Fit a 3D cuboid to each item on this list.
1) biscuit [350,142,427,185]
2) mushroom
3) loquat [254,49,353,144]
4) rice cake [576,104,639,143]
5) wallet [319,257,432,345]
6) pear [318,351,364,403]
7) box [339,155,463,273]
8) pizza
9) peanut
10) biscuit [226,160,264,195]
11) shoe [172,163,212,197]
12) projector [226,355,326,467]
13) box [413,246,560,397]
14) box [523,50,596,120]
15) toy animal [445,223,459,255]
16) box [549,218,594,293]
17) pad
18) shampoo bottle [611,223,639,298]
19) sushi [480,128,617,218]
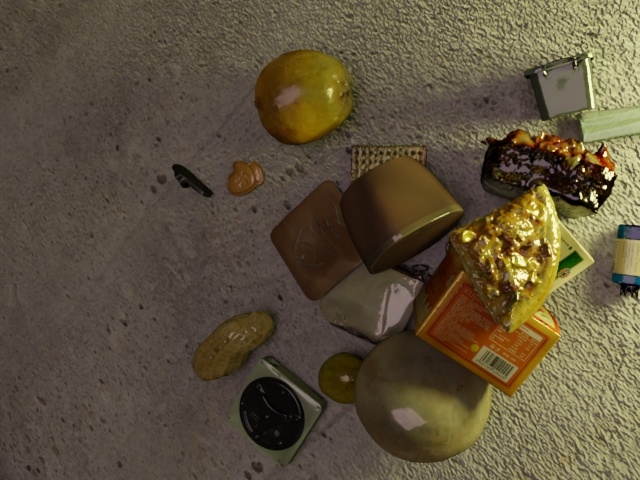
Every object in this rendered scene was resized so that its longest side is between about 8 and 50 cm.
[{"bbox_3d":[0.200,-0.217,1.778,0.231,0.016,0.139,2,92,23],"label":"biscuit"},{"bbox_3d":[0.271,0.424,1.624,0.362,0.295,0.362,-3,53,4],"label":"mushroom"},{"bbox_3d":[-0.050,-0.417,1.761,0.283,0.276,0.276,-8,87,20],"label":"loquat"},{"bbox_3d":[0.769,-0.299,1.517,0.221,0.042,0.080,-6,84,24],"label":"rice cake"},{"bbox_3d":[0.145,0.157,1.784,0.335,0.068,0.275,22,95,28],"label":"wallet"},{"bbox_3d":[0.076,0.402,1.766,0.162,0.148,0.149,-20,82,41],"label":"pear"},{"bbox_3d":[0.202,-0.073,1.630,0.301,0.301,0.216,-39,72,19],"label":"box"},{"bbox_3d":[0.461,0.037,1.361,0.268,0.087,0.258,-28,87,-11],"label":"pizza"},{"bbox_3d":[-0.284,0.337,1.931,0.325,0.140,0.153,-36,95,15],"label":"peanut"},{"bbox_3d":[-0.255,-0.210,1.972,0.140,0.023,0.118,-33,78,21],"label":"biscuit"},{"bbox_3d":[-0.444,-0.191,2.033,0.179,0.071,0.049,40,109,14],"label":"shoe"},{"bbox_3d":[-0.147,0.542,1.901,0.257,0.079,0.259,35,105,18],"label":"projector"},{"bbox_3d":[0.406,0.191,1.523,0.283,0.259,0.214,34,105,-1],"label":"box"},{"bbox_3d":[0.602,-0.377,1.493,0.163,0.243,0.135,-12,98,22],"label":"box"},{"bbox_3d":[0.390,0.055,1.672,0.086,0.069,0.220,-3,88,27],"label":"toy animal"},{"bbox_3d":[0.556,0.028,1.516,0.168,0.212,0.095,-40,38,20],"label":"box"},{"bbox_3d":[0.000,0.000,1.839,0.284,0.018,0.287,-42,64,18],"label":"pad"},{"bbox_3d":[0.783,0.052,1.508,0.087,0.050,0.183,6,93,20],"label":"shampoo bottle"},{"bbox_3d":[0.564,-0.172,1.543,0.343,0.196,0.182,21,80,17],"label":"sushi"}]
